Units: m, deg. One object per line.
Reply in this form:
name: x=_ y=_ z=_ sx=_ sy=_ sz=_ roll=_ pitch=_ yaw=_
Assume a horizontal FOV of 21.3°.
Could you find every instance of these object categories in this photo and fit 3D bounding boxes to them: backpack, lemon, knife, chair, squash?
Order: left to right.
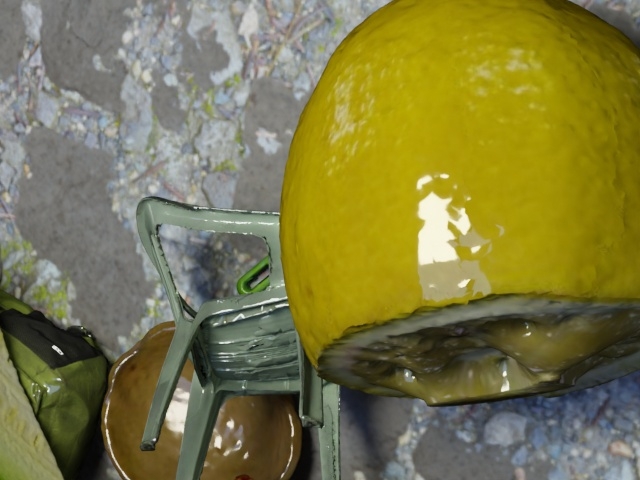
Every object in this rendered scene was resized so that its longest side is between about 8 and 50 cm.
squash: x=-0.321 y=0.176 z=1.644 sx=0.111 sy=0.203 sz=0.288 roll=-28 pitch=118 yaw=28
backpack: x=-0.334 y=0.149 z=1.749 sx=0.253 sy=0.140 sz=0.207 roll=34 pitch=112 yaw=28
chair: x=-0.078 y=0.095 z=1.502 sx=0.191 sy=0.274 sz=0.203 roll=-3 pitch=140 yaw=6
knife: x=0.000 y=0.000 z=1.612 sx=0.212 sy=0.015 sz=0.054 roll=-38 pitch=86 yaw=27
lemon: x=0.134 y=-0.049 z=1.357 sx=0.364 sy=0.364 sz=0.364 roll=4 pitch=99 yaw=28

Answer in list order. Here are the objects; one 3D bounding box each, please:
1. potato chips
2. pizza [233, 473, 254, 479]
potato chips: x=-0.111 y=0.178 z=1.662 sx=0.208 sy=0.062 sz=0.195 roll=6 pitch=84 yaw=15
pizza: x=0.002 y=0.312 z=1.591 sx=0.336 sy=0.086 sz=0.226 roll=6 pitch=132 yaw=7
